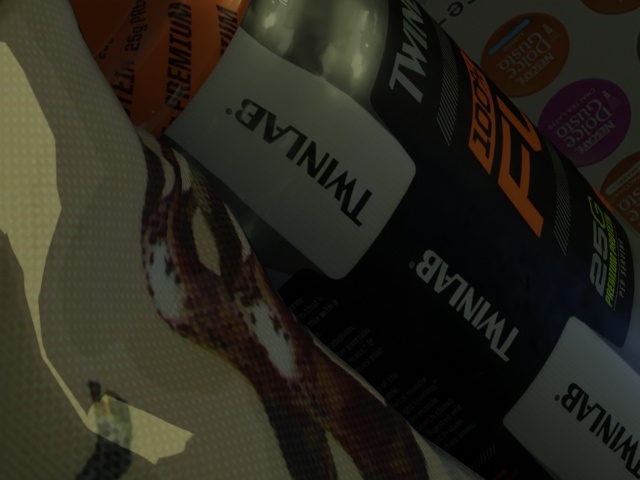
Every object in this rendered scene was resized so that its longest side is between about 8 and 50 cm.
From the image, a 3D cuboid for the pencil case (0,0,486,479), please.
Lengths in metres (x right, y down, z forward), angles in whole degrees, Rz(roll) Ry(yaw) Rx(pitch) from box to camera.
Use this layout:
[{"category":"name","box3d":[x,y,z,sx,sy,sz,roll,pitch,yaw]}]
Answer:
[{"category":"pencil case","box3d":[0.003,0.111,0.432,0.410,0.160,0.183,45,27,-20]}]

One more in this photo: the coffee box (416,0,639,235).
[{"category":"coffee box","box3d":[0.198,0.036,1.084,0.338,0.337,0.334,38,14,-52]}]

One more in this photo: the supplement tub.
[{"category":"supplement tub","box3d":[0.000,0.000,0.781,0.316,0.193,0.193,41,12,-36]}]
